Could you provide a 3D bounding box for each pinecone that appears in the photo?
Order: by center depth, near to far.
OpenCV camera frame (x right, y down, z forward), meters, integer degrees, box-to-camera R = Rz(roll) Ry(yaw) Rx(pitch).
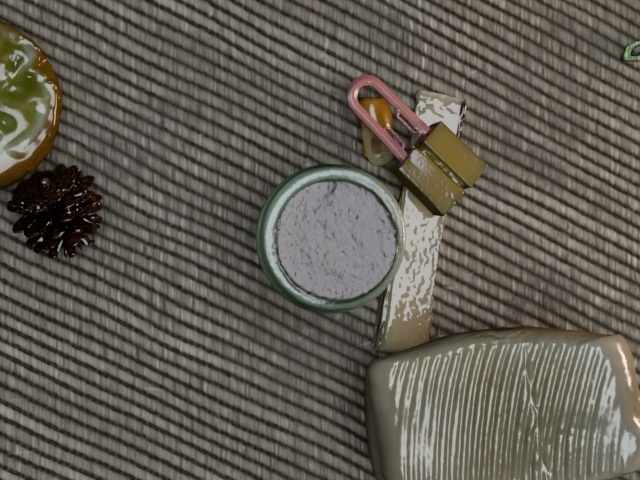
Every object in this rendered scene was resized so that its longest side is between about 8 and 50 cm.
[{"bbox_3d":[-0.370,-0.037,1.701,0.140,0.140,0.121,-25,116,-7],"label":"pinecone"}]

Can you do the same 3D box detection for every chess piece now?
[{"bbox_3d":[0.000,0.000,1.661,0.195,0.299,0.194,0,89,-7],"label":"chess piece"}]

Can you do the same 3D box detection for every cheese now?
[{"bbox_3d":[0.149,-0.026,1.817,0.085,0.034,0.400,9,87,-5],"label":"cheese"}]

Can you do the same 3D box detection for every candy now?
[{"bbox_3d":[-0.490,-0.190,1.691,0.260,0.118,0.260,0,90,-10],"label":"candy"}]

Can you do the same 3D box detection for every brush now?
[{"bbox_3d":[0.127,-0.149,1.763,0.233,0.047,0.103,43,79,-12],"label":"brush"}]

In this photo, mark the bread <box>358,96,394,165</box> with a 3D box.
[{"bbox_3d":[0.084,-0.164,1.793,0.049,0.062,0.103,-8,91,4],"label":"bread"}]

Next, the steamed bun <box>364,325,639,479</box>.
[{"bbox_3d":[0.256,0.247,1.725,0.383,0.236,0.247,-8,85,2],"label":"steamed bun"}]

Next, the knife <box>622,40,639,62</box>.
[{"bbox_3d":[0.612,-0.306,1.890,0.293,0.020,0.043,-6,92,-7],"label":"knife"}]
